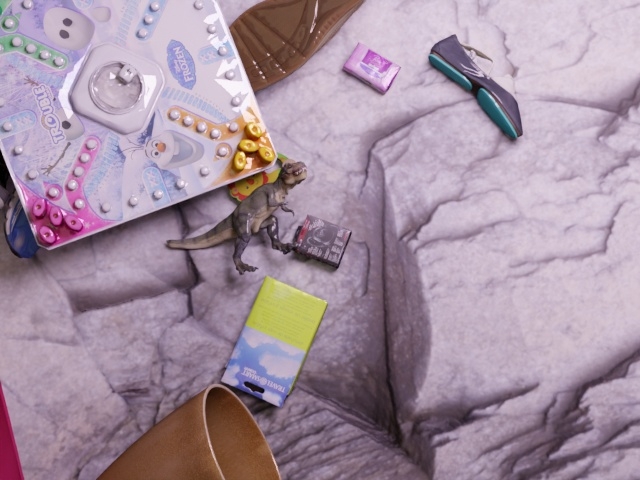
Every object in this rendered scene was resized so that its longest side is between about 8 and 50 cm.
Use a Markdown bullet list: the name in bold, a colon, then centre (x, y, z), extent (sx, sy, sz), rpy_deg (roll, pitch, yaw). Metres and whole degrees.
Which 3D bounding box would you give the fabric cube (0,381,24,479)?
- **fabric cube**: centre (-0.580, 0.373, 1.737), extent (0.259, 0.258, 0.254), rpy_deg (-10, 107, 1)

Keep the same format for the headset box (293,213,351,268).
- **headset box**: centre (0.000, 0.000, 1.925), extent (0.083, 0.032, 0.062), rpy_deg (20, 82, 6)

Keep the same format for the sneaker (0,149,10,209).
- **sneaker**: centre (-0.504, -0.124, 1.883), extent (0.118, 0.222, 0.083), rpy_deg (-46, 122, -8)

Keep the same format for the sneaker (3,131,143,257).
- **sneaker**: centre (-0.351, -0.087, 1.905), extent (0.330, 0.130, 0.147), rpy_deg (-44, 80, -5)

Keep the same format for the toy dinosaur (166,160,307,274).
- **toy dinosaur**: centre (-0.106, -0.017, 1.901), extent (0.268, 0.064, 0.118), rpy_deg (-32, 78, 18)

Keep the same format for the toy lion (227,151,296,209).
- **toy lion**: centre (-0.096, -0.100, 1.948), extent (0.096, 0.034, 0.100), rpy_deg (30, 83, 14)

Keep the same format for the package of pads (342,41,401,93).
- **package of pads**: centre (0.083, -0.277, 1.965), extent (0.083, 0.032, 0.050), rpy_deg (32, 85, 7)

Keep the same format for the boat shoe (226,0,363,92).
- **boat shoe**: centre (-0.027, -0.347, 1.944), extent (0.341, 0.110, 0.122), rpy_deg (-36, 88, 7)

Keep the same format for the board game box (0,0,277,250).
- **board game box**: centre (-0.307, -0.232, 1.848), extent (0.390, 0.050, 0.390), rpy_deg (-21, 90, -11)

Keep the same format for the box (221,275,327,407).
- **box**: centre (-0.070, 0.157, 1.898), extent (0.109, 0.042, 0.178), rpy_deg (23, 83, 6)

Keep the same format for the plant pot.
- **plant pot**: centre (-0.216, 0.368, 1.796), extent (0.254, 0.237, 0.237), rpy_deg (-26, 81, 12)

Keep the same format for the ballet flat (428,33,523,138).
- **ballet flat**: centre (0.262, -0.252, 1.938), extent (0.074, 0.074, 0.203), rpy_deg (-45, 80, -5)
